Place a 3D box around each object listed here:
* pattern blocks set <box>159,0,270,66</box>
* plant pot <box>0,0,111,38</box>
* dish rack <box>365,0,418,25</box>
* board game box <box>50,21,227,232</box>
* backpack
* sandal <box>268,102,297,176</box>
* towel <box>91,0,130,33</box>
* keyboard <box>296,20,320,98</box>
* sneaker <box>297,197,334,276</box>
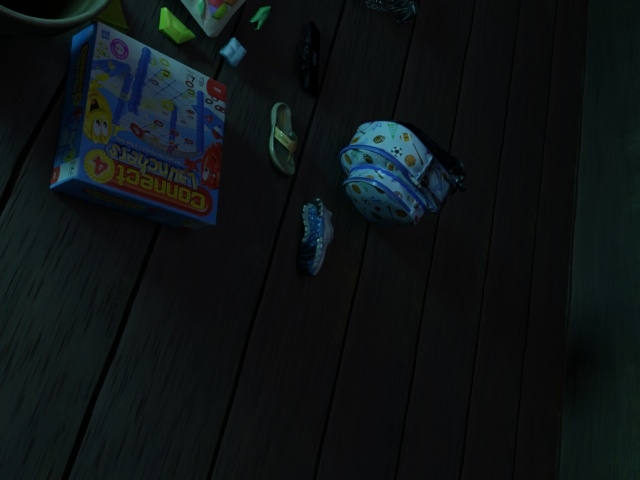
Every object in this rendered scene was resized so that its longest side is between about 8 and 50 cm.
[{"bbox_3d":[-0.238,-0.535,1.538,0.325,0.026,0.285,32,80,-40],"label":"pattern blocks set"},{"bbox_3d":[-0.503,-0.423,1.091,0.323,0.280,0.323,17,67,-46],"label":"plant pot"},{"bbox_3d":[0.176,-0.745,2.113,0.272,0.074,0.208,-5,83,-47],"label":"dish rack"},{"bbox_3d":[-0.326,-0.200,1.384,0.308,0.086,0.301,19,66,-45],"label":"board game box"},{"bbox_3d":[0.173,-0.167,1.836,0.263,0.277,0.213,52,60,-22],"label":"backpack"},{"bbox_3d":[-0.079,-0.238,1.703,0.072,0.049,0.180,12,71,-47],"label":"sandal"},{"bbox_3d":[-0.404,-0.440,1.316,0.237,0.021,0.102,-33,110,-80],"label":"towel"},{"bbox_3d":[-0.034,-0.456,1.835,0.100,0.038,0.192,42,46,-64],"label":"keyboard"},{"bbox_3d":[0.000,0.000,1.720,0.083,0.071,0.190,33,57,-46],"label":"sneaker"}]
